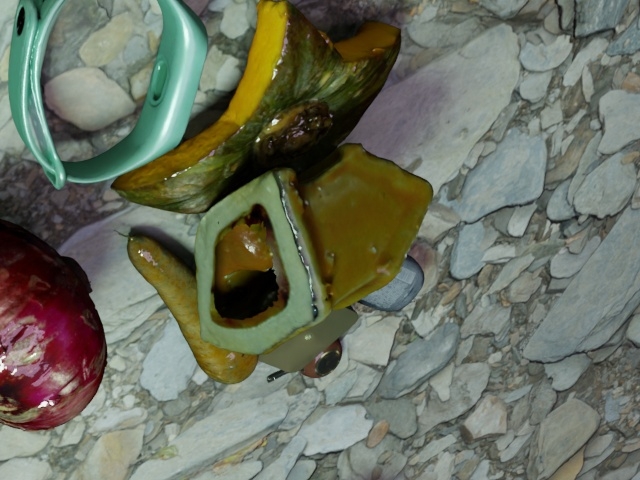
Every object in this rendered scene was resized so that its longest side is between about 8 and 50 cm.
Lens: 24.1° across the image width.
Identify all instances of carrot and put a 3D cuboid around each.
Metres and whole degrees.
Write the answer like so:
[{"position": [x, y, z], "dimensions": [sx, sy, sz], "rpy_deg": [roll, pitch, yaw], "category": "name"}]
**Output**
[{"position": [-0.158, 0.070, 1.757], "dimensions": [0.078, 0.078, 0.298], "rpy_deg": [-40, 134, -6], "category": "carrot"}]

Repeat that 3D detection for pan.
[{"position": [-0.017, 0.167, 1.978], "dimensions": [0.115, 0.023, 0.068], "rpy_deg": [-26, 136, -21], "category": "pan"}]

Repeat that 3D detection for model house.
[{"position": [-0.008, -0.001, 1.681], "dimensions": [0.239, 0.173, 0.268], "rpy_deg": [-30, -179, -39], "category": "model house"}]

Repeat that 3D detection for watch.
[{"position": [-0.216, -0.163, 1.497], "dimensions": [0.195, 0.068, 0.237], "rpy_deg": [5, 114, -32], "category": "watch"}]

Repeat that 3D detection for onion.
[{"position": [-0.318, 0.085, 1.513], "dimensions": [0.190, 0.246, 0.246], "rpy_deg": [-43, 140, -18], "category": "onion"}]

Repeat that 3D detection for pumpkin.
[{"position": [-0.053, -0.133, 1.656], "dimensions": [0.290, 0.095, 0.258], "rpy_deg": [-51, 151, 20], "category": "pumpkin"}]

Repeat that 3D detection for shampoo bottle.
[{"position": [0.041, 0.031, 1.895], "dimensions": [0.087, 0.049, 0.234], "rpy_deg": [-50, 139, 14], "category": "shampoo bottle"}]

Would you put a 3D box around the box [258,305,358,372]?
[{"position": [-0.021, 0.113, 1.906], "dimensions": [0.126, 0.031, 0.091], "rpy_deg": [-43, 140, 19], "category": "box"}]
